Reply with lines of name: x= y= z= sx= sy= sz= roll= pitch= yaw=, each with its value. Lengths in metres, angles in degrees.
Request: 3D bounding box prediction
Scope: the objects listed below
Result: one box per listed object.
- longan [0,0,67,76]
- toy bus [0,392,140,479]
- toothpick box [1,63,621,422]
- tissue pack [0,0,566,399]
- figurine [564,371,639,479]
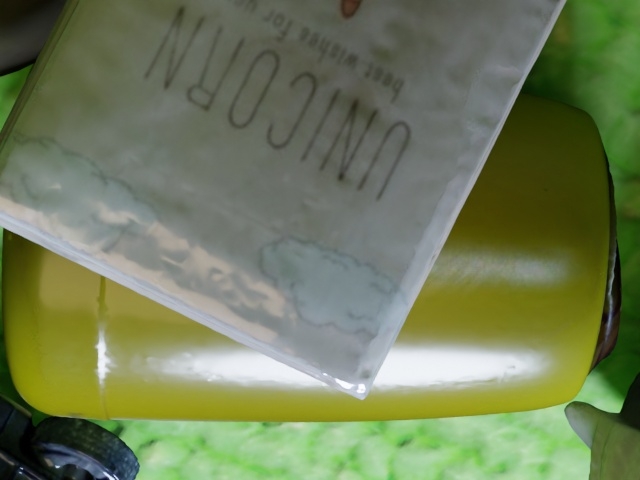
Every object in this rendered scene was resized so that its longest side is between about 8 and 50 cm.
longan: x=-0.167 y=-0.159 z=0.622 sx=0.184 sy=0.159 sz=0.204 roll=-2 pitch=128 yaw=11
toy bus: x=-0.268 y=0.129 z=0.809 sx=0.365 sy=0.177 sz=0.202 roll=38 pitch=145 yaw=-18
toothpick box: x=0.000 y=0.000 z=0.715 sx=0.271 sy=0.175 sz=0.175 roll=3 pitch=125 yaw=-3
tissue pack: x=0.013 y=-0.120 z=0.592 sx=0.170 sy=0.071 sz=0.325 roll=28 pitch=88 yaw=-13
figurine: x=0.241 y=0.057 z=0.714 sx=0.185 sy=0.204 sz=0.332 roll=18 pitch=124 yaw=-5
